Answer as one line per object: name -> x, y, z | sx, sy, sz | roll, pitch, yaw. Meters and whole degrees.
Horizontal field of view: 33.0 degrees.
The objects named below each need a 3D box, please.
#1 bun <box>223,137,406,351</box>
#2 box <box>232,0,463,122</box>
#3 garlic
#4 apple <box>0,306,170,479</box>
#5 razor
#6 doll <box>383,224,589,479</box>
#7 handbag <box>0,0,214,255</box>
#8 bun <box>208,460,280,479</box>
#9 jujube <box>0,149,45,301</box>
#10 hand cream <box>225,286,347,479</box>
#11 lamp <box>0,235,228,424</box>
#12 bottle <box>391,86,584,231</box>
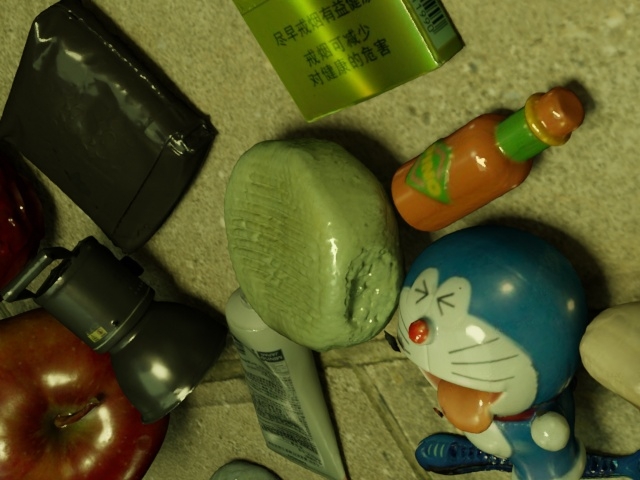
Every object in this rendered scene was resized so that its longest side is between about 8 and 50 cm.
bun -> 0.002, 0.001, 0.995 | 0.221, 0.108, 0.221 | 34, 131, 51
box -> -0.027, -0.256, 0.879 | 0.173, 0.043, 0.311 | -17, 110, 48
garlic -> 0.302, 0.105, 0.811 | 0.229, 0.143, 0.178 | 31, -167, -31
apple -> -0.349, 0.219, 1.391 | 0.317, 0.288, 0.288 | 4, 126, 62
razor -> 0.217, 0.215, 1.050 | 0.056, 0.093, 0.324 | 26, 157, -32
doll -> 0.152, 0.107, 0.937 | 0.215, 0.161, 0.257 | 39, 154, 57
handbag -> -0.242, -0.112, 1.168 | 0.223, 0.080, 0.247 | 45, 142, 2
bun -> -0.096, 0.360, 1.431 | 0.140, 0.083, 0.141 | 24, 133, 28
jujube -> -0.513, -0.070, 1.342 | 0.376, 0.258, 0.258 | 39, 141, 1
hand cream -> -0.041, 0.159, 1.239 | 0.124, 0.078, 0.341 | 18, 141, 30
lamp -> -0.235, 0.079, 1.246 | 0.147, 0.172, 0.227 | -41, 104, 18
bottle -> 0.135, -0.068, 0.871 | 0.069, 0.069, 0.187 | 51, 139, -5
